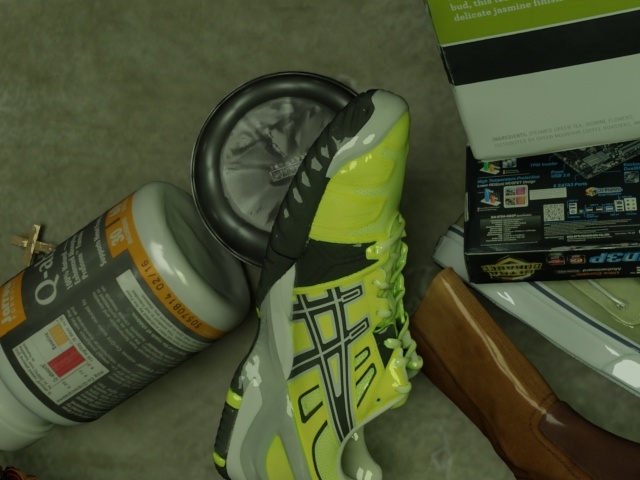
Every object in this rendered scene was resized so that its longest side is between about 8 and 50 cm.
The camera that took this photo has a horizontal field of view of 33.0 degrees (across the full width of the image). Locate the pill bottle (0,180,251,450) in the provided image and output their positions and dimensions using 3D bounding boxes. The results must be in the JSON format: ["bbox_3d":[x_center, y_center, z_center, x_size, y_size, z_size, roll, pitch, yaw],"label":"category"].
[{"bbox_3d":[-0.218,0.079,1.042,0.278,0.162,0.162,-33,76,14],"label":"pill bottle"}]

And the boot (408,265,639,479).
[{"bbox_3d":[0.192,0.129,0.867,0.096,0.264,0.280,-31,74,-19],"label":"boot"}]

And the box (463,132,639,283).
[{"bbox_3d":[0.231,-0.053,0.902,0.220,0.051,0.175,-4,55,14],"label":"box"}]

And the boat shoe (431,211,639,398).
[{"bbox_3d":[0.234,0.055,0.914,0.302,0.109,0.094,34,93,21],"label":"boat shoe"}]

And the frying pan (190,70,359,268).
[{"bbox_3d":[-0.030,-0.004,1.016,0.197,0.053,0.326,3,83,1],"label":"frying pan"}]

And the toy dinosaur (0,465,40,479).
[{"bbox_3d":[-0.319,0.297,1.040,0.164,0.322,0.219,0,81,-24],"label":"toy dinosaur"}]

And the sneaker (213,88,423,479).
[{"bbox_3d":[0.026,0.058,0.919,0.147,0.145,0.385,20,116,12],"label":"sneaker"}]

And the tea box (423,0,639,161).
[{"bbox_3d":[0.185,-0.291,0.775,0.219,0.324,0.329,-7,44,19],"label":"tea box"}]

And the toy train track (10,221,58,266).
[{"bbox_3d":[-0.290,0.009,1.152,0.083,0.014,0.048,13,83,14],"label":"toy train track"}]
